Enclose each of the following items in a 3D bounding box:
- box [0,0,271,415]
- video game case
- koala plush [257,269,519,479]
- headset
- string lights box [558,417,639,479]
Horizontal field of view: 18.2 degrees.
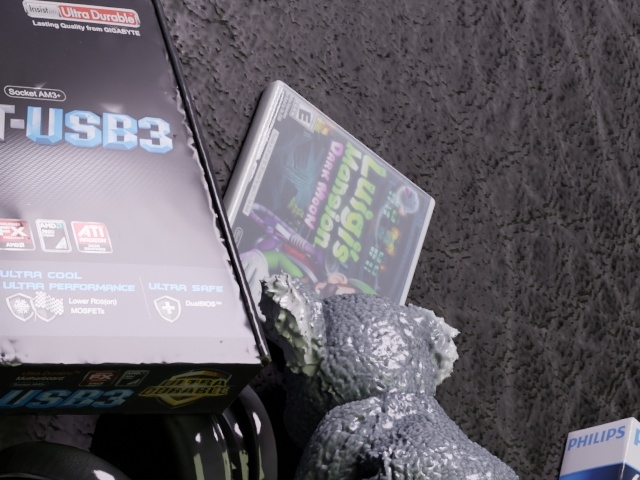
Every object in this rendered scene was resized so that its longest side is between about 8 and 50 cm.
[{"bbox_3d":[-0.205,-0.034,1.228,0.295,0.073,0.293,3,56,-33],"label":"box"},{"bbox_3d":[0.000,0.000,1.508,0.173,0.022,0.190,36,54,-26],"label":"video game case"},{"bbox_3d":[0.036,0.130,1.392,0.196,0.203,0.221,15,54,-37],"label":"koala plush"},{"bbox_3d":[-0.141,0.188,1.268,0.243,0.185,0.394,-26,77,-47],"label":"headset"},{"bbox_3d":[0.241,0.287,1.575,0.133,0.077,0.259,35,54,-27],"label":"string lights box"}]
